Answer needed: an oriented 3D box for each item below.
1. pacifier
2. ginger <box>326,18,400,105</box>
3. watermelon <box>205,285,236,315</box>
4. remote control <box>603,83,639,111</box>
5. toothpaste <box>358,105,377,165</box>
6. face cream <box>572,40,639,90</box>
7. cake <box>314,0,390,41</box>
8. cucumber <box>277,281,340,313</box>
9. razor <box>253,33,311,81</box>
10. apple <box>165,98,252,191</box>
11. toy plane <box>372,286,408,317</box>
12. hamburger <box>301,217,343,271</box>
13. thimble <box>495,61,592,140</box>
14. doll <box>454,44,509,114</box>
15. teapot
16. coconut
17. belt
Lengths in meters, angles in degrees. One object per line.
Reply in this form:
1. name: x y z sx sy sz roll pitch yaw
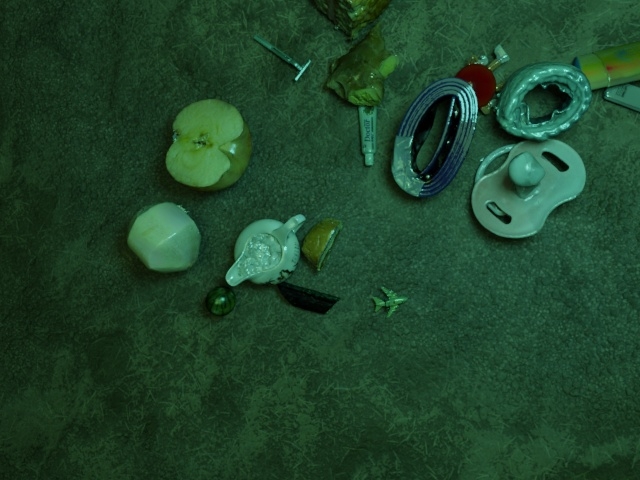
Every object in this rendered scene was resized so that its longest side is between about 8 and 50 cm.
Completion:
1. pacifier: 0.588 -0.161 1.377 0.332 0.273 0.220 -43 100 6
2. ginger: 0.137 -0.550 1.501 0.218 0.123 0.271 11 71 25
3. watermelon: -0.325 0.198 1.558 0.108 0.109 0.109 0 89 8
4. remote control: 0.965 -0.401 1.418 0.260 0.029 0.067 24 84 7
5. toothpaste: 0.151 -0.363 1.533 0.067 0.037 0.256 -2 84 13
6. face cream: 0.878 -0.511 1.400 0.284 0.067 0.140 -12 56 8
7. cake: 0.093 -0.844 1.427 0.314 0.293 0.307 -45 85 -1
8. cucumber: -0.051 0.188 1.546 0.219 0.046 0.071 16 99 8
9. razor: -0.136 -0.613 1.580 0.211 0.036 0.084 38 92 7
10. apple: -0.342 -0.280 1.539 0.251 0.163 0.293 14 78 18
11. toy plane: 0.220 0.192 1.506 0.111 0.040 0.103 -9 106 10
12. hamburger: -0.007 0.002 1.520 0.102 0.087 0.176 25 95 7
13. thimble: 0.620 -0.397 1.367 0.249 0.172 0.205 -21 111 23
14. doll: 0.489 -0.469 1.462 0.217 0.085 0.183 -31 95 0
15. teapot: -0.160 0.023 1.512 0.300 0.165 0.208 -47 71 15
16. coconut: -0.484 0.002 1.535 0.233 0.224 0.224 31 93 9
17. belt: 0.337 -0.301 1.422 0.212 0.117 0.347 23 108 11
